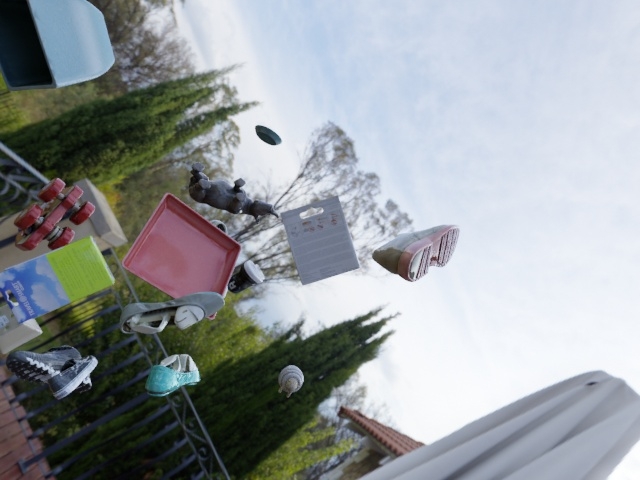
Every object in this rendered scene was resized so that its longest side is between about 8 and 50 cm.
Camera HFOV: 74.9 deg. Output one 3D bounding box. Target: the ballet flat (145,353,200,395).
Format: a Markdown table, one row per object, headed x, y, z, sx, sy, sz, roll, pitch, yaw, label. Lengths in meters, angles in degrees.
| x | y | z | sx | sy | sz | roll | pitch | yaw | label |
| --- | --- | --- | --- | --- | --- | --- | --- | --- | --- |
| -0.375 | 0.346 | 1.105 | 0.247 | 0.083 | 0.087 | 63 | 35 | -78 | ballet flat |

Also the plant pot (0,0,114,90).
| x | y | z | sx | sy | sz | roll | pitch | yaw | label |
| --- | --- | --- | --- | --- | --- | --- | --- | --- | --- |
| -0.772 | -0.589 | 1.228 | 0.247 | 0.252 | 0.247 | 8 | -61 | 27 | plant pot |

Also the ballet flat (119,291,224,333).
| x | y | z | sx | sy | sz | roll | pitch | yaw | label |
| --- | --- | --- | --- | --- | --- | --- | --- | --- | --- |
| -0.304 | 0.157 | 0.856 | 0.068 | 0.213 | 0.072 | -98 | -179 | -52 | ballet flat |

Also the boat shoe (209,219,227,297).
| x | y | z | sx | sy | sz | roll | pitch | yaw | label |
| --- | --- | --- | --- | --- | --- | --- | --- | --- | --- |
| -0.384 | 0.075 | 1.514 | 0.094 | 0.109 | 0.303 | 180 | -92 | -66 | boat shoe |

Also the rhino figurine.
| x | y | z | sx | sy | sz | roll | pitch | yaw | label |
| --- | --- | --- | --- | --- | --- | --- | --- | --- | --- |
| -0.214 | -0.105 | 1.043 | 0.106 | 0.243 | 0.073 | -39 | -146 | 57 | rhino figurine |

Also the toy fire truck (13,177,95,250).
| x | y | z | sx | sy | sz | roll | pitch | yaw | label |
| --- | --- | --- | --- | --- | --- | --- | --- | --- | --- |
| -1.027 | -0.086 | 1.574 | 0.253 | 0.302 | 0.169 | -4 | -39 | 40 | toy fire truck |

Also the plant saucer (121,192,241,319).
| x | y | z | sx | sy | sz | roll | pitch | yaw | label |
| --- | --- | --- | --- | --- | --- | --- | --- | --- | --- |
| -0.350 | 0.044 | 1.081 | 0.047 | 0.259 | 0.258 | -29 | -57 | 37 | plant saucer |

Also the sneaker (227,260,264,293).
| x | y | z | sx | sy | sz | roll | pitch | yaw | label |
| --- | --- | --- | --- | --- | --- | --- | --- | --- | --- |
| -0.255 | 0.131 | 1.368 | 0.079 | 0.121 | 0.217 | 60 | -4 | 7 | sneaker |

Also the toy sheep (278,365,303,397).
| x | y | z | sx | sy | sz | roll | pitch | yaw | label |
| --- | --- | --- | --- | --- | --- | --- | --- | --- | --- |
| -0.099 | 0.458 | 1.380 | 0.132 | 0.091 | 0.091 | -130 | -164 | -77 | toy sheep |

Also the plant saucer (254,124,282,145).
| x | y | z | sx | sy | sz | roll | pitch | yaw | label |
| --- | --- | --- | --- | --- | --- | --- | --- | --- | --- |
| -0.204 | -0.398 | 1.604 | 0.119 | 0.021 | 0.119 | 26 | -13 | 6 | plant saucer |

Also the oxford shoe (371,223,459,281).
| x | y | z | sx | sy | sz | roll | pitch | yaw | label |
| --- | --- | --- | --- | --- | --- | --- | --- | --- | --- |
| 0.310 | 0.010 | 1.286 | 0.146 | 0.397 | 0.141 | 20 | -69 | 36 | oxford shoe |

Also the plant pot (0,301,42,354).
| x | y | z | sx | sy | sz | roll | pitch | yaw | label |
| --- | --- | --- | --- | --- | --- | --- | --- | --- | --- |
| -0.862 | 0.232 | 1.154 | 0.109 | 0.109 | 0.096 | 53 | -31 | 8 | plant pot |

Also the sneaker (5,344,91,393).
| x | y | z | sx | sy | sz | roll | pitch | yaw | label |
| --- | --- | --- | --- | --- | --- | --- | --- | --- | --- |
| -0.694 | 0.315 | 1.082 | 0.234 | 0.078 | 0.106 | 53 | 17 | -49 | sneaker |

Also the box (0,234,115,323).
| x | y | z | sx | sy | sz | roll | pitch | yaw | label |
| --- | --- | --- | --- | --- | --- | --- | --- | --- | --- |
| -0.520 | 0.075 | 0.826 | 0.042 | 0.178 | 0.109 | 13 | -54 | 66 | box |

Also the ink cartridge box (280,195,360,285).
| x | y | z | sx | sy | sz | roll | pitch | yaw | label |
| --- | --- | --- | --- | --- | --- | --- | --- | --- | --- |
| 0.000 | 0.000 | 1.220 | 0.056 | 0.180 | 0.225 | -76 | 149 | -83 | ink cartridge box |

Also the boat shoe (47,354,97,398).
| x | y | z | sx | sy | sz | roll | pitch | yaw | label |
| --- | --- | --- | --- | --- | --- | --- | --- | --- | --- |
| -0.451 | 0.237 | 0.764 | 0.040 | 0.049 | 0.142 | 60 | -7 | -12 | boat shoe |
